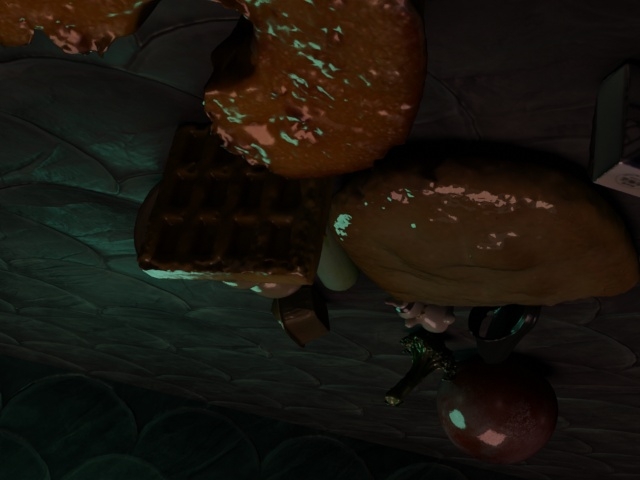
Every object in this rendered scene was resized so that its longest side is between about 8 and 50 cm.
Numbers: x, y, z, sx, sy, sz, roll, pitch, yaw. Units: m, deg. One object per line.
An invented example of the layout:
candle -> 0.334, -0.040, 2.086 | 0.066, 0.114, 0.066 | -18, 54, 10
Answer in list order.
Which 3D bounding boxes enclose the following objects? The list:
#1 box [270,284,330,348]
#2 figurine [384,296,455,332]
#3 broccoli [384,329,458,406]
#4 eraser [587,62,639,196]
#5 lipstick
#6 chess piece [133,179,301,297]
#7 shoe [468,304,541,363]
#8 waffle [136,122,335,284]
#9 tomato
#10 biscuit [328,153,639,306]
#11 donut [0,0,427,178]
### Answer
box -> -0.045, 0.148, 1.832 | 0.111, 0.111, 0.177 | 4, 157, 18
figurine -> 0.168, 0.126, 1.689 | 0.146, 0.081, 0.098 | 19, 158, -21
broccoli -> 0.201, 0.275, 1.906 | 0.118, 0.204, 0.122 | -17, 111, 45
eraser -> 0.394, -0.095, 0.954 | 0.210, 0.124, 0.068 | 16, 157, -11
lipstick -> 0.000, 0.000, 1.468 | 0.076, 0.076, 0.304 | 4, 158, 18
chess piece -> -0.138, 0.008, 1.485 | 0.167, 0.167, 0.300 | -8, 158, 41
shoe -> 0.314, 0.136, 1.615 | 0.093, 0.108, 0.241 | 15, 152, -4
waffle -> -0.102, -0.052, 1.186 | 0.248, 0.221, 0.055 | 2, 157, 24
tomato -> 0.394, 0.385, 2.032 | 0.270, 0.227, 0.270 | 12, 161, 4
biscuit -> 0.231, 0.004, 1.319 | 0.429, 0.104, 0.446 | 2, 158, 25
donut -> -0.076, -0.236, 0.801 | 0.435, 0.163, 0.377 | 27, 152, -31
